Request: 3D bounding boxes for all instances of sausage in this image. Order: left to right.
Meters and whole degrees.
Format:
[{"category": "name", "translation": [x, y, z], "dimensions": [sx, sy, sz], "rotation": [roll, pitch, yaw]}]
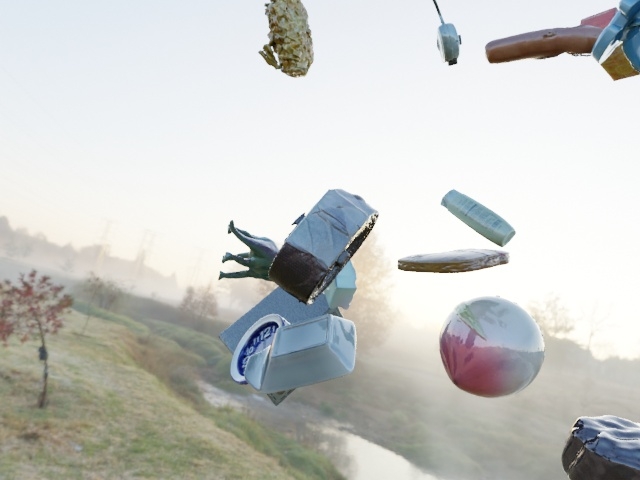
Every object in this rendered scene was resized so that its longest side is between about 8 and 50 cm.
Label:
[{"category": "sausage", "translation": [0.611, -0.530, 1.359], "dimensions": [0.327, 0.087, 0.079], "rotation": [8, -30, 38]}]

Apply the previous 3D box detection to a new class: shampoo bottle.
[{"category": "shampoo bottle", "translation": [0.415, -0.064, 1.331], "dimensions": [0.212, 0.072, 0.049], "rotation": [44, 1, 36]}]

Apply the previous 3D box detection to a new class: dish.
[{"category": "dish", "translation": [-0.049, 0.218, 1.004], "dimensions": [0.235, 0.154, 0.064], "rotation": [-19, -63, 14]}]

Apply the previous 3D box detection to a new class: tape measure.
[{"category": "tape measure", "translation": [0.477, -0.841, 1.923], "dimensions": [0.084, 0.330, 0.164], "rotation": [-16, 27, 5]}]

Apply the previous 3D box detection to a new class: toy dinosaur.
[{"category": "toy dinosaur", "translation": [-0.108, 0.057, 1.406], "dimensions": [0.331, 0.129, 0.383], "rotation": [9, -25, -12]}]

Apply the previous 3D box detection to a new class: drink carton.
[{"category": "drink carton", "translation": [0.819, -0.541, 1.395], "dimensions": [0.223, 0.070, 0.096], "rotation": [26, -14, -31]}]

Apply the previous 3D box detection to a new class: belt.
[{"category": "belt", "translation": [0.000, 0.000, 1.166], "dimensions": [0.164, 0.289, 0.184], "rotation": [36, -17, 14]}]

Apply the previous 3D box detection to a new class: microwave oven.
[{"category": "microwave oven", "translation": [-0.139, 0.407, 2.105], "dimensions": [0.375, 0.432, 0.236], "rotation": [31, -25, 46]}]

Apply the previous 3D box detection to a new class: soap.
[{"category": "soap", "translation": [0.060, 0.135, 1.912], "dimensions": [0.092, 0.145, 0.230], "rotation": [7, 32, -20]}]

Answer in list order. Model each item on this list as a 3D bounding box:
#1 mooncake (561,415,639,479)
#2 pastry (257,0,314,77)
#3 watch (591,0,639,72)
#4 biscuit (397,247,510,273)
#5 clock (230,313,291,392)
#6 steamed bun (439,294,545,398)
[{"category": "mooncake", "translation": [0.654, 0.457, 1.029], "dimensions": [0.284, 0.141, 0.283], "rotation": [11, 5, -1]}, {"category": "pastry", "translation": [-0.094, -0.579, 1.426], "dimensions": [0.103, 0.249, 0.154], "rotation": [-12, -9, 43]}, {"category": "watch", "translation": [0.727, -0.440, 1.069], "dimensions": [0.193, 0.211, 0.211], "rotation": [47, 1, 19]}, {"category": "biscuit", "translation": [0.389, 0.053, 1.488], "dimensions": [0.277, 0.052, 0.262], "rotation": [-7, 5, -34]}, {"category": "clock", "translation": [-0.165, 0.335, 1.491], "dimensions": [0.083, 0.230, 0.230], "rotation": [40, -20, -24]}, {"category": "steamed bun", "translation": [0.469, 0.324, 1.449], "dimensions": [0.310, 0.308, 0.309], "rotation": [14, -10, 3]}]
